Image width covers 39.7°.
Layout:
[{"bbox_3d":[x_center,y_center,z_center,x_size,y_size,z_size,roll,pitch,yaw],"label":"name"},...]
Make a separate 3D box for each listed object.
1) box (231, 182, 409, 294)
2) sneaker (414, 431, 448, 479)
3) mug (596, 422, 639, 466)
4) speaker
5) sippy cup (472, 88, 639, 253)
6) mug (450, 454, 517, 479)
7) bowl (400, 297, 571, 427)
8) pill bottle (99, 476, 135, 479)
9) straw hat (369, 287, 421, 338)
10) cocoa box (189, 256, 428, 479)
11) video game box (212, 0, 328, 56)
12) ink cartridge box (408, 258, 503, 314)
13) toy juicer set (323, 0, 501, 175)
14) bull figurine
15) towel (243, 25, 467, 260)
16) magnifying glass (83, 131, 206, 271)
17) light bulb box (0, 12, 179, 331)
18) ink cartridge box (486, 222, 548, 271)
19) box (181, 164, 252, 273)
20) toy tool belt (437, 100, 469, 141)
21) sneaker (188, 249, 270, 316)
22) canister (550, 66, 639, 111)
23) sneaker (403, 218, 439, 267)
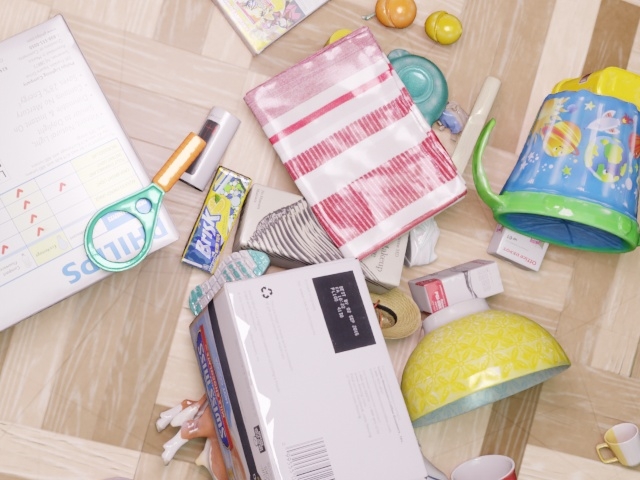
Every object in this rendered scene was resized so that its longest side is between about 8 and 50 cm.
[{"bbox_3d":[0.000,0.000,1.472,0.275,0.094,0.113,14,74,-11],"label":"box"},{"bbox_3d":[0.126,0.337,1.513,0.258,0.094,0.091,36,89,-9],"label":"sneaker"},{"bbox_3d":[0.556,0.379,1.626,0.062,0.078,0.064,-41,110,-40],"label":"mug"},{"bbox_3d":[-0.185,-0.152,1.462,0.055,0.055,0.136,29,86,-10],"label":"speaker"},{"bbox_3d":[0.421,-0.117,1.447,0.306,0.240,0.224,21,81,-38],"label":"sippy cup"},{"bbox_3d":[0.288,0.482,1.547,0.150,0.113,0.169,-18,99,-1],"label":"mug"},{"bbox_3d":[0.249,0.187,1.463,0.290,0.289,0.156,-16,72,-10],"label":"bowl"},{"bbox_3d":[-0.311,0.475,1.323,0.169,0.301,0.169,0,91,-11],"label":"pill bottle"},{"bbox_3d":[0.094,0.138,1.516,0.145,0.144,0.061,7,128,-11],"label":"straw hat"},{"bbox_3d":[-0.031,0.237,1.344,0.232,0.228,0.347,-10,73,-26],"label":"cocoa box"},{"bbox_3d":[-0.097,-0.443,1.478,0.187,0.048,0.205,-38,97,-10],"label":"video game box"},{"bbox_3d":[0.233,0.079,1.526,0.135,0.099,0.056,-17,94,-10],"label":"ink cartridge box"},{"bbox_3d":[0.180,-0.279,1.511,0.329,0.089,0.209,45,83,2],"label":"toy juicer set"},{"bbox_3d":[-0.147,0.387,1.452,0.189,0.101,0.310,-16,85,-7],"label":"bull figurine"},{"bbox_3d":[0.059,-0.155,1.429,0.237,0.037,0.329,-31,87,-5],"label":"towel"},{"bbox_3d":[-0.242,-0.056,1.245,0.092,0.026,0.231,39,79,-11],"label":"magnifying glass"},{"bbox_3d":[-0.452,-0.082,1.323,0.358,0.225,0.361,-28,97,-10],"label":"light bulb box"},{"bbox_3d":[0.362,-0.016,1.574,0.089,0.052,0.122,23,88,-11],"label":"ink cartridge box"},{"bbox_3d":[-0.172,-0.035,1.455,0.059,0.054,0.168,22,95,-10],"label":"box"},{"bbox_3d":[0.221,-0.216,1.543,0.083,0.052,0.051,45,74,-8],"label":"toy tool belt"},{"bbox_3d":[-0.139,0.066,1.441,0.166,0.076,0.065,-34,74,27],"label":"sneaker"},{"bbox_3d":[0.492,-0.245,1.536,0.126,0.170,0.073,17,88,-11],"label":"canister"},{"bbox_3d":[0.174,-0.030,1.542,0.061,0.054,0.152,-2,98,-20],"label":"sneaker"}]
